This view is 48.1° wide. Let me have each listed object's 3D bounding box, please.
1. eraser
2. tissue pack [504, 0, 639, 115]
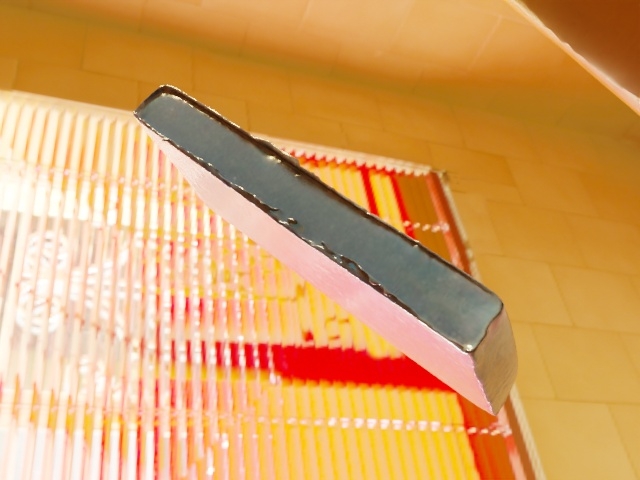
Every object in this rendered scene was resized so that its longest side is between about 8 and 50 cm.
[{"bbox_3d":[0.000,0.000,0.510,0.312,0.144,0.042,35,-102,30],"label":"eraser"},{"bbox_3d":[0.297,-0.177,0.366,0.382,0.228,0.293,51,-40,23],"label":"tissue pack"}]
